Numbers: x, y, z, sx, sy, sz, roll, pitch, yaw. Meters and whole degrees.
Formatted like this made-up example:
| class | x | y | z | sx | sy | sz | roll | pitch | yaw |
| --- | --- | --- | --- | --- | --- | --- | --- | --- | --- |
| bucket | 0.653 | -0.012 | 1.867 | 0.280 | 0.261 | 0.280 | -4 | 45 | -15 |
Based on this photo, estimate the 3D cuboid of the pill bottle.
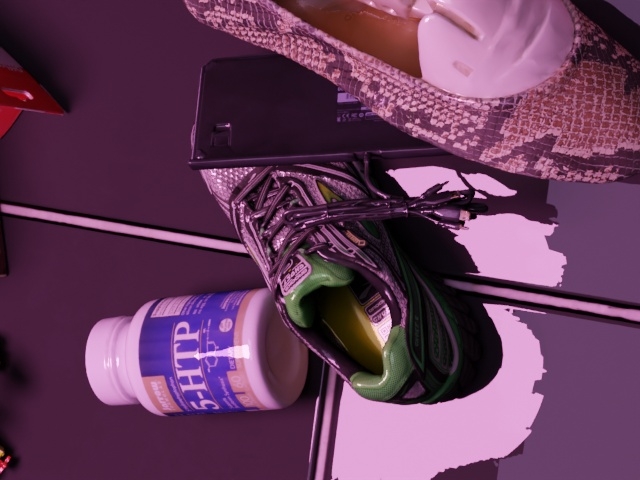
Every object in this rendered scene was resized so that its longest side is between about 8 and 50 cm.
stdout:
| class | x | y | z | sx | sy | sz | roll | pitch | yaw |
| --- | --- | --- | --- | --- | --- | --- | --- | --- | --- |
| pill bottle | -0.116 | 0.106 | 1.632 | 0.187 | 0.112 | 0.112 | -7 | 87 | 26 |

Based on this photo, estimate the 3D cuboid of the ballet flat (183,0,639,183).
| class | x | y | z | sx | sy | sz | roll | pitch | yaw |
| --- | --- | --- | --- | --- | --- | --- | --- | --- | --- |
| ballet flat | 0.061 | -0.193 | 1.462 | 0.483 | 0.182 | 0.164 | 27 | 69 | 26 |

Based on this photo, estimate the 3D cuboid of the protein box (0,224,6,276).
| class | x | y | z | sx | sy | sz | roll | pitch | yaw |
| --- | --- | --- | --- | --- | --- | --- | --- | --- | --- |
| protein box | -0.452 | -0.017 | 1.743 | 0.200 | 0.201 | 0.136 | -8 | 87 | 25 |

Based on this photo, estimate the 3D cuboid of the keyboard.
| class | x | y | z | sx | sy | sz | roll | pitch | yaw |
| --- | --- | --- | --- | --- | --- | --- | --- | --- | --- |
| keyboard | 0.042 | -0.085 | 1.523 | 0.317 | 0.033 | 0.201 | -3 | 56 | 11 |

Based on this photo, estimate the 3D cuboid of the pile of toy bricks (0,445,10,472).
| class | x | y | z | sx | sy | sz | roll | pitch | yaw |
| --- | --- | --- | --- | --- | --- | --- | --- | --- | --- |
| pile of toy bricks | -0.363 | 0.206 | 1.767 | 0.105 | 0.118 | 0.212 | 33 | 96 | -11 |

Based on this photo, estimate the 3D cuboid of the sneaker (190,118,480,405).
| class | x | y | z | sx | sy | sz | roll | pitch | yaw |
| --- | --- | --- | --- | --- | --- | --- | --- | --- | --- |
| sneaker | 0.000 | 0.000 | 1.557 | 0.134 | 0.146 | 0.343 | -48 | 70 | 18 |

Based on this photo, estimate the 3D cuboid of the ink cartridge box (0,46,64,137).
| class | x | y | z | sx | sy | sz | roll | pitch | yaw |
| --- | --- | --- | --- | --- | --- | --- | --- | --- | --- |
| ink cartridge box | -0.376 | -0.174 | 1.743 | 0.231 | 0.134 | 0.078 | 43 | 107 | 20 |
